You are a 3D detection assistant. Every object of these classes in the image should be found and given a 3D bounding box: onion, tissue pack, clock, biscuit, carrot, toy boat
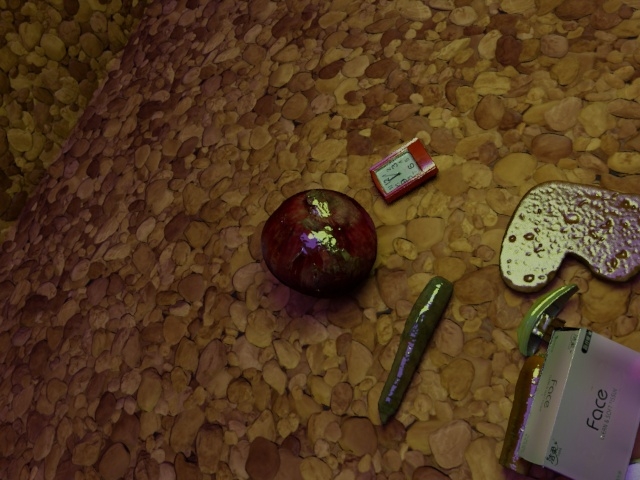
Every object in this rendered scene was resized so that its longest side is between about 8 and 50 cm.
[{"bbox_3d":[0.000,0.000,1.142,0.276,0.276,0.276,-10,63,21],"label":"onion"},{"bbox_3d":[0.464,0.292,0.849,0.148,0.092,0.246,24,76,-1],"label":"tissue pack"},{"bbox_3d":[0.211,-0.172,1.240,0.155,0.061,0.113,-31,58,13],"label":"clock"},{"bbox_3d":[0.528,0.008,1.012,0.277,0.052,0.262,15,78,29],"label":"biscuit"},{"bbox_3d":[0.196,0.232,1.053,0.070,0.070,0.342,21,79,31],"label":"carrot"},{"bbox_3d":[0.394,0.321,0.917,0.067,0.067,0.225,13,75,29],"label":"carrot"},{"bbox_3d":[0.451,0.157,0.967,0.066,0.065,0.172,34,92,47],"label":"toy boat"}]

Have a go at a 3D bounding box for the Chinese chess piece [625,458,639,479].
[{"bbox_3d":[0.546,0.427,0.806,0.122,0.051,0.122,-9,65,21],"label":"Chinese chess piece"}]
